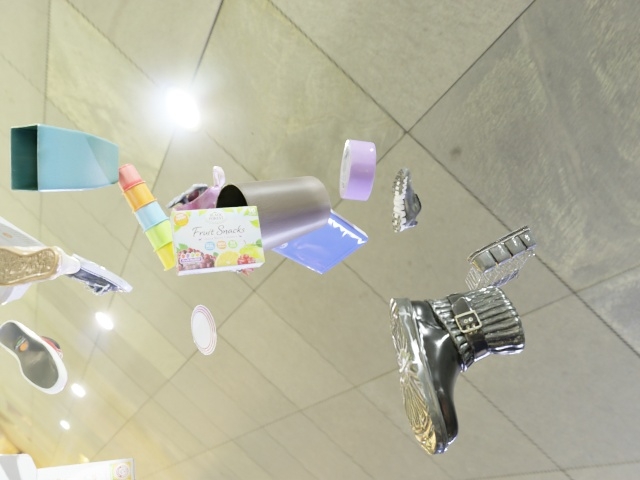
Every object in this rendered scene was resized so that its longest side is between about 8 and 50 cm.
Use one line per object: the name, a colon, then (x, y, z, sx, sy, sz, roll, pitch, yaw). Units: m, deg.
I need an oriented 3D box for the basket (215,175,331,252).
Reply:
basket: (-0.102, -0.062, 1.288, 0.154, 0.226, 0.204, 53, 141, 26)

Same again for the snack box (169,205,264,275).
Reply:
snack box: (-0.170, -0.001, 0.934, 0.037, 0.141, 0.100, 141, 121, -64)

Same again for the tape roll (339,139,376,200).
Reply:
tape roll: (0.117, -0.225, 1.812, 0.080, 0.189, 0.189, 6, 142, -8)

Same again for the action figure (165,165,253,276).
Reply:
action figure: (-0.343, -0.034, 1.949, 0.370, 0.276, 0.248, 48, 171, -18)

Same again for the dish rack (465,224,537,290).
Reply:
dish rack: (0.530, 0.083, 1.706, 0.074, 0.208, 0.272, 60, 168, 26)

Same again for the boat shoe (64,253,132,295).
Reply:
boat shoe: (-0.869, 0.159, 2.214, 0.113, 0.105, 0.306, 26, 169, 29)

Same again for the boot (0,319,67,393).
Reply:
boot: (-0.676, 0.304, 1.417, 0.244, 0.088, 0.176, 34, 166, 27)

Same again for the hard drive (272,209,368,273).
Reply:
hard drive: (0.000, 0.000, 1.817, 0.318, 0.210, 0.040, 30, -153, -56)

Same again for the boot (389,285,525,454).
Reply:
boot: (0.297, 0.247, 1.155, 0.260, 0.348, 0.131, -3, 145, -7)

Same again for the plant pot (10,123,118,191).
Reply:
plant pot: (-0.670, -0.210, 1.506, 0.165, 0.234, 0.166, 6, 96, 39)

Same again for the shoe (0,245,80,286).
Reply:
shoe: (-0.539, 0.048, 1.049, 0.219, 0.058, 0.077, -2, 84, 27)

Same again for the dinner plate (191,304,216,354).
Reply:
dinner plate: (-0.333, 0.253, 1.595, 0.017, 0.141, 0.141, -12, 123, 13)

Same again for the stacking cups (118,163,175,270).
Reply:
stacking cups: (-0.481, -0.073, 1.627, 0.096, 0.096, 0.316, -23, 95, 52)

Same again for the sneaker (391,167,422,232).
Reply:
sneaker: (0.315, -0.147, 2.030, 0.078, 0.106, 0.234, -143, 50, -62)

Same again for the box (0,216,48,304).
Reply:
box: (-0.921, 0.004, 1.478, 0.345, 0.168, 0.215, 36, 176, -9)

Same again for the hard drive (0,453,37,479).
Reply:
hard drive: (-0.722, 0.576, 1.270, 0.203, 0.040, 0.307, 51, 173, 20)

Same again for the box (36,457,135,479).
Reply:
box: (-0.529, 0.565, 1.274, 0.114, 0.203, 0.103, -52, 42, 50)
